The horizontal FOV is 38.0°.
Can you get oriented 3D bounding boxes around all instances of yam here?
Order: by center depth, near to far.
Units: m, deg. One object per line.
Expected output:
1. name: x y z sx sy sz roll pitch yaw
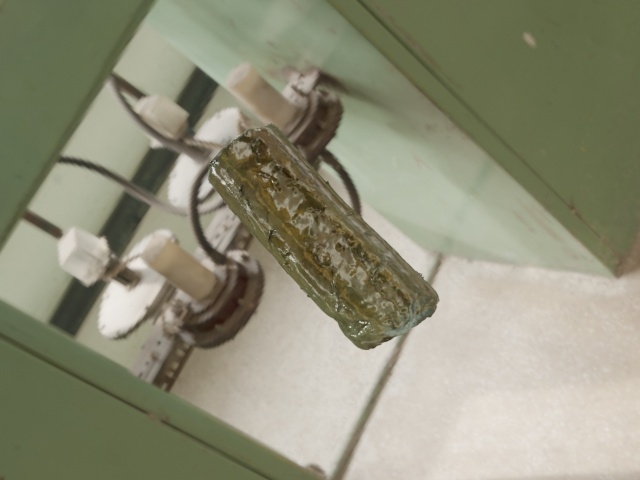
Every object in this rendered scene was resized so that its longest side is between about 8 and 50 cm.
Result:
1. yam: 0.000 0.000 0.483 0.054 0.132 0.054 -43 -1 -1
